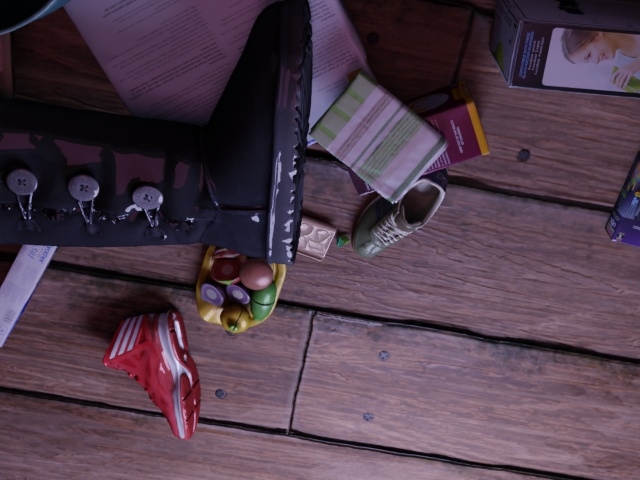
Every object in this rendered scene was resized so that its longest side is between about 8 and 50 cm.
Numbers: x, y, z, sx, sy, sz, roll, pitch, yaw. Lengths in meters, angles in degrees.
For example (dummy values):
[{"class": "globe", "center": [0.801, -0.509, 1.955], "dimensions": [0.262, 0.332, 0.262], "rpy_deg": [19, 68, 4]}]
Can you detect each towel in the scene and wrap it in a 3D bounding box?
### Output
[{"class": "towel", "center": [0.076, -0.135, 1.188], "dimensions": [0.152, 0.023, 0.113], "rpy_deg": [39, 107, -9]}]

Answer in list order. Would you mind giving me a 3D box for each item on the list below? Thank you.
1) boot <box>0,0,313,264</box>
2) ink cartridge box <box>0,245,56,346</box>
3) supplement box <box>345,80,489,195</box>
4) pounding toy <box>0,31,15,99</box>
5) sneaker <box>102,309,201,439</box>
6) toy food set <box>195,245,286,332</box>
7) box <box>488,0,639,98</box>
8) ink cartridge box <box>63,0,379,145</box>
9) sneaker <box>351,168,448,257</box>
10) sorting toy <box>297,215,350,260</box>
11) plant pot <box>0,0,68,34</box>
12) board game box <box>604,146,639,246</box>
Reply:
[{"class": "boot", "center": [-0.242, -0.148, 1.173], "dimensions": [0.445, 0.146, 0.367], "rpy_deg": [7, 117, 3]}, {"class": "ink cartridge box", "center": [-0.440, 0.052, 1.355], "dimensions": [0.046, 0.097, 0.207], "rpy_deg": [30, 113, -13]}, {"class": "supplement box", "center": [0.126, -0.141, 1.249], "dimensions": [0.188, 0.104, 0.080], "rpy_deg": [-18, 113, 10]}, {"class": "pounding toy", "center": [-0.483, -0.238, 1.227], "dimensions": [0.130, 0.100, 0.141], "rpy_deg": [0, 119, -15]}, {"class": "sneaker", "center": [-0.270, 0.216, 1.453], "dimensions": [0.128, 0.087, 0.221], "rpy_deg": [-3, 104, 12]}, {"class": "toy food set", "center": [-0.119, 0.059, 1.363], "dimensions": [0.128, 0.071, 0.218], "rpy_deg": [16, 119, -4]}, {"class": "box", "center": [0.374, -0.250, 1.160], "dimensions": [0.290, 0.169, 0.087], "rpy_deg": [5, 118, -3]}, {"class": "ink cartridge box", "center": [-0.122, -0.260, 1.216], "dimensions": [0.324, 0.071, 0.330], "rpy_deg": [-24, 116, 13]}, {"class": "sneaker", "center": [0.113, -0.037, 1.309], "dimensions": [0.064, 0.086, 0.192], "rpy_deg": [37, 111, -16]}, {"class": "sorting toy", "center": [0.000, 0.000, 1.370], "dimensions": [0.083, 0.012, 0.062], "rpy_deg": [19, 117, -8]}, {"class": "plant pot", "center": [-0.372, -0.390, 1.050], "dimensions": [0.293, 0.235, 0.293], "rpy_deg": [1, 106, 5]}, {"class": "board game box", "center": [0.523, -0.050, 1.319], "dimensions": [0.170, 0.048, 0.141], "rpy_deg": [13, 114, -5]}]
